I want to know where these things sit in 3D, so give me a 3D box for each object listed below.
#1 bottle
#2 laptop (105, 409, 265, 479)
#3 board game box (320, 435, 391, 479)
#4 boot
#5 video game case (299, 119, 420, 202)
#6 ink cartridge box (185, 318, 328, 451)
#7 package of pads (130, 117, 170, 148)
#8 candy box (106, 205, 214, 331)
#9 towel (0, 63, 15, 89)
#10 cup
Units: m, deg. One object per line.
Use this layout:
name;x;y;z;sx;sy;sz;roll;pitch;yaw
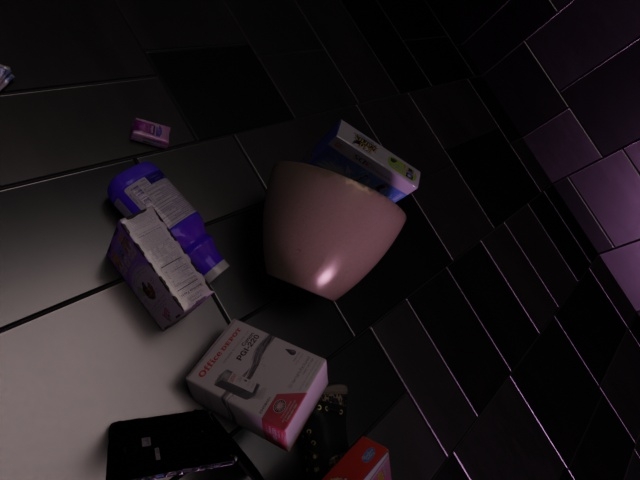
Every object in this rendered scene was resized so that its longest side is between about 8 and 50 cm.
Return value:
bottle;-0.309;-0.030;0.915;0.282;0.092;0.118;48;45;-5
laptop;-0.200;0.378;0.706;0.265;0.234;0.136;1;86;-25
board game box;0.019;0.553;0.780;0.317;0.064;0.241;-27;117;-41
boot;-0.034;0.394;0.899;0.237;0.085;0.178;4;68;-31
video game case;0.073;-0.155;1.124;0.245;0.270;0.061;29;56;-19
ink cartridge box;-0.116;0.265;0.829;0.218;0.092;0.158;17;46;22
package of pads;-0.392;-0.248;1.008;0.084;0.032;0.050;12;59;-30
candy box;-0.308;0.060;0.824;0.070;0.165;0.196;-36;90;-39
towel;-0.738;-0.272;0.782;0.209;0.034;0.284;27;55;-20
cup;0.000;0.000;1.001;0.331;0.331;0.236;25;82;-22
